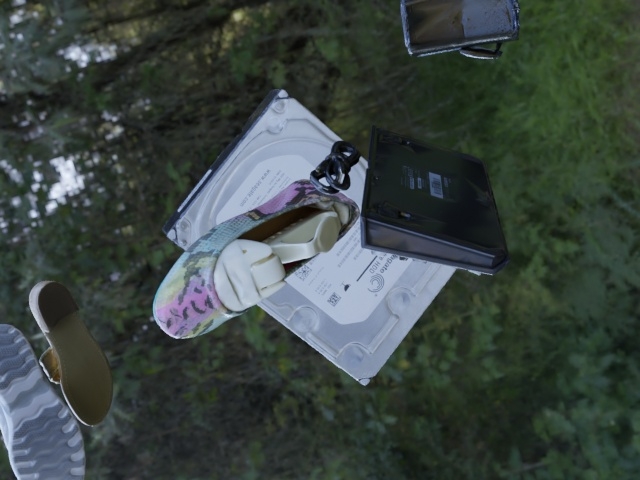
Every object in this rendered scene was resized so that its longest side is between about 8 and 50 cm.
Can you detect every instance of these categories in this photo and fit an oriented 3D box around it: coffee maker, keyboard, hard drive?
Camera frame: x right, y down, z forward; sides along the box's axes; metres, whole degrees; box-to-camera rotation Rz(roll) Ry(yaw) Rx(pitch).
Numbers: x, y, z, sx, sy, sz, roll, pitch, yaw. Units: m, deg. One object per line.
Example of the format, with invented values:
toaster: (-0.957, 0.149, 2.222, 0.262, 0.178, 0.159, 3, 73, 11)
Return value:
coffee maker: (0.217, -0.359, 1.541, 0.171, 0.178, 0.120, 52, -148, -73)
keyboard: (0.048, -0.029, 0.566, 0.180, 0.108, 0.023, -78, 4, -69)
hard drive: (0.000, 0.000, 1.272, 0.339, 0.237, 0.064, 40, 176, -19)

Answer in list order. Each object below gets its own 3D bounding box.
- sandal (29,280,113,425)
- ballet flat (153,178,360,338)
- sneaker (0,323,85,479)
sandal: (-0.394, 0.168, 1.505, 0.088, 0.079, 0.240, -36, -63, -41)
ballet flat: (-0.043, 0.010, 0.831, 0.221, 0.079, 0.076, -37, -60, -41)
sneaker: (-0.425, 0.261, 1.458, 0.281, 0.105, 0.115, 68, 158, 9)
